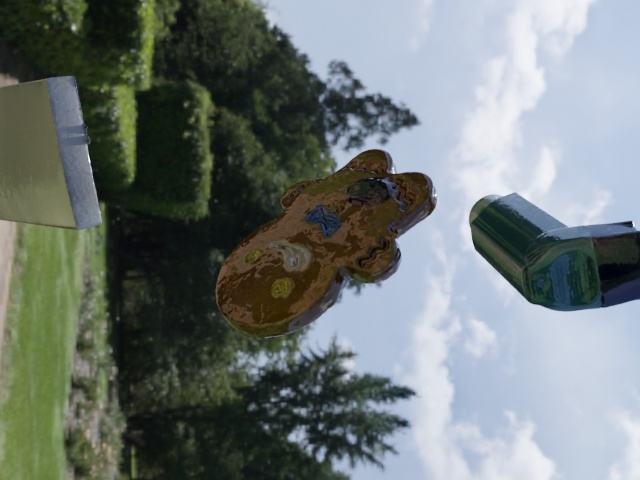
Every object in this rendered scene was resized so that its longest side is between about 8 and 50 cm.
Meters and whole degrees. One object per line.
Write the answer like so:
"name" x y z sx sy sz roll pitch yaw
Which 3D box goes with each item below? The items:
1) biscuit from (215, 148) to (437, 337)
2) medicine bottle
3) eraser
"biscuit" 0.000 0.000 0.739 0.180 0.236 0.039 37 -15 47
"medicine bottle" 0.246 0.004 0.848 0.258 0.124 0.079 -119 -167 -72
"eraser" -0.212 -0.062 0.559 0.150 0.023 0.103 6 -71 46
